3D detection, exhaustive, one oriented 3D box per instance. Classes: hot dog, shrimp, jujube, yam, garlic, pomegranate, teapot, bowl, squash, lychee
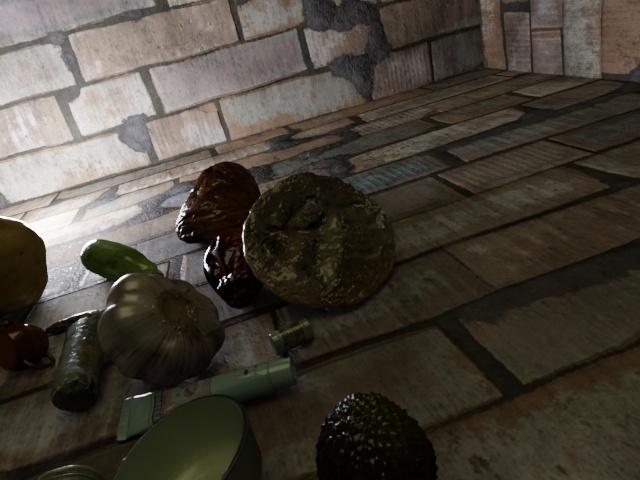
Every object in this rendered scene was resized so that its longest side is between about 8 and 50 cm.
[{"bbox_3d":[-0.338,-0.113,1.700,0.266,0.174,0.388,-12,33,11],"label":"hot dog"},{"bbox_3d":[-0.608,0.226,1.282,0.195,0.035,0.148,-15,27,-4],"label":"shrimp"},{"bbox_3d":[-0.202,0.068,1.239,0.167,0.168,0.236,-16,28,-3],"label":"jujube"},{"bbox_3d":[-0.504,0.258,1.082,0.093,0.093,0.259,-19,25,-11],"label":"yam"},{"bbox_3d":[-0.341,0.195,1.041,0.253,0.245,0.245,-43,5,36],"label":"garlic"},{"bbox_3d":[-0.956,0.072,1.471,0.332,0.333,0.333,-12,24,5],"label":"pomegranate"},{"bbox_3d":[-0.688,0.248,1.202,0.173,0.116,0.116,30,43,21],"label":"teapot"},{"bbox_3d":[-0.166,0.325,0.696,0.211,0.112,0.211,-24,25,12],"label":"bowl"},{"bbox_3d":[-0.594,0.067,1.514,0.370,0.119,0.118,12,35,40],"label":"squash"},{"bbox_3d":[0.065,0.271,0.648,0.171,0.171,0.171,-12,24,5],"label":"lychee"}]

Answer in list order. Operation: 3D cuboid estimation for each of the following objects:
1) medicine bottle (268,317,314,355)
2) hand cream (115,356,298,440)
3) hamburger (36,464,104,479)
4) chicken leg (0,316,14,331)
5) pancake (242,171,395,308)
[{"bbox_3d":[-0.058,0.192,1.027,0.083,0.047,0.047,-22,25,-18],"label":"medicine bottle"},{"bbox_3d":[-0.203,0.281,0.919,0.330,0.058,0.085,-18,42,4],"label":"hand cream"},{"bbox_3d":[-0.377,0.375,0.765,0.121,0.084,0.054,-14,22,-4],"label":"hamburger"},{"bbox_3d":[-0.853,0.251,1.340,0.253,0.051,0.106,9,39,40],"label":"chicken leg"},{"bbox_3d":[0.000,-0.001,1.211,0.386,0.082,0.387,5,52,-6],"label":"pancake"}]
